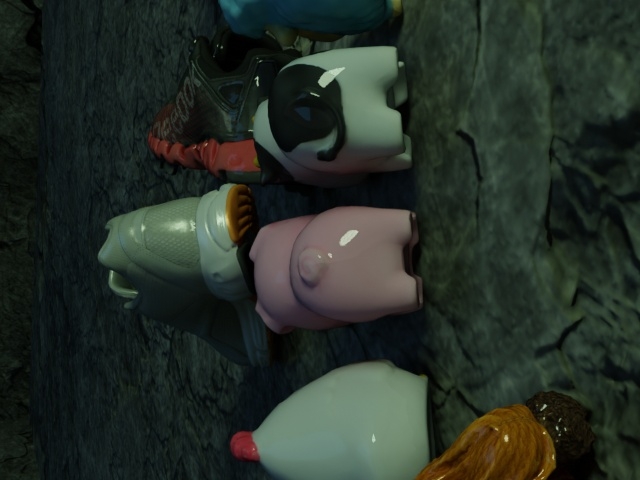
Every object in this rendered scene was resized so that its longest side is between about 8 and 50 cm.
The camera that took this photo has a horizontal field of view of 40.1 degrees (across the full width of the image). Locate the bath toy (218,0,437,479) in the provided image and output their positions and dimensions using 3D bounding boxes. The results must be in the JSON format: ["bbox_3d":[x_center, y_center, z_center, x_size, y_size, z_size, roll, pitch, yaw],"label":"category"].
[{"bbox_3d":[0.000,0.000,0.561,0.151,0.129,0.348,36,-130,-78],"label":"bath toy"}]

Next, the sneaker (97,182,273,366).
[{"bbox_3d":[-0.102,0.035,0.713,0.262,0.121,0.099,82,-174,-62],"label":"sneaker"}]

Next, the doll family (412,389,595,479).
[{"bbox_3d":[0.100,0.164,0.355,0.263,0.118,0.163,-130,45,-54],"label":"doll family"}]

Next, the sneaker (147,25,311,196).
[{"bbox_3d":[-0.081,-0.116,0.767,0.276,0.098,0.135,18,108,62],"label":"sneaker"}]
